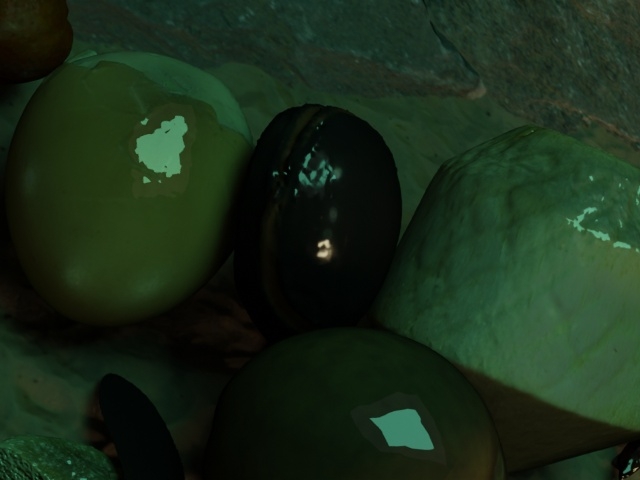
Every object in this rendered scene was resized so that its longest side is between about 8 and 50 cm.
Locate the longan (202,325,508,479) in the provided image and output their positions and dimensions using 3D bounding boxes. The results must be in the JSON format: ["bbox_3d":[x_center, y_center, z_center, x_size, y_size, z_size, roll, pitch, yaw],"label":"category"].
[{"bbox_3d":[0.035,0.175,1.473,0.248,0.248,0.248,26,43,-26],"label":"longan"}]

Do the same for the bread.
[{"bbox_3d":[-0.148,0.199,1.410,0.193,0.036,0.112,41,19,8],"label":"bread"}]

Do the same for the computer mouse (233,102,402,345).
[{"bbox_3d":[0.005,0.001,1.562,0.116,0.323,0.183,17,78,9],"label":"computer mouse"}]

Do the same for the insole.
[{"bbox_3d":[-0.129,0.177,1.440,0.080,0.003,0.232,33,20,-30],"label":"insole"}]

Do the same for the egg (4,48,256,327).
[{"bbox_3d":[-0.153,-0.041,1.514,0.201,0.201,0.244,31,55,-20],"label":"egg"}]

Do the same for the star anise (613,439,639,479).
[{"bbox_3d":[0.356,0.166,1.874,0.140,0.144,0.158,17,46,-45],"label":"star anise"}]

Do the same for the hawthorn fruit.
[{"bbox_3d":[-0.272,-0.183,1.595,0.125,0.125,0.140,42,71,-8],"label":"hawthorn fruit"}]

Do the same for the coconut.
[{"bbox_3d":[0.186,0.069,1.696,0.329,0.329,0.329,26,43,-26],"label":"coconut"}]
